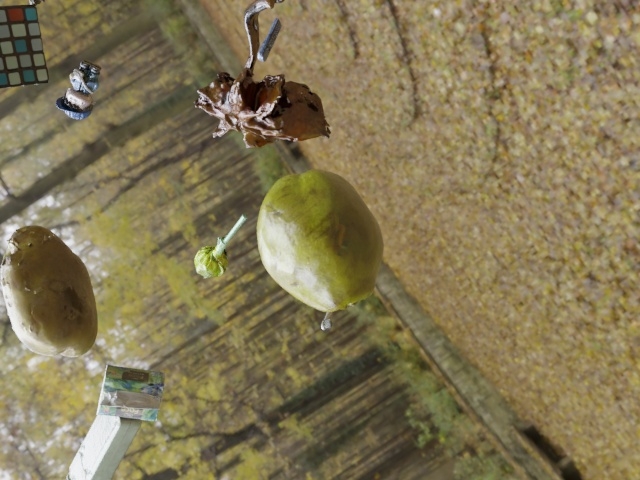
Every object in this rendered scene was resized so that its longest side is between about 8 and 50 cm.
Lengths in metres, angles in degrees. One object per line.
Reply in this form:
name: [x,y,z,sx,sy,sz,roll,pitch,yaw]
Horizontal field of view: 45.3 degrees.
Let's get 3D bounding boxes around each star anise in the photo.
star anise: [-0.094,-0.263,1.295,0.346,0.237,0.148,93,-173,-51]

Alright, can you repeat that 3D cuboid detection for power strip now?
power strip: [-0.441,0.426,1.529,0.053,0.288,0.093,11,-149,-38]

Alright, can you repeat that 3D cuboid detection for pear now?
pear: [0.000,0.000,1.652,0.269,0.269,0.321,65,-172,-73]

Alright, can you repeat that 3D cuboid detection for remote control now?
remote control: [-0.164,-0.642,2.463,0.027,0.153,0.043,16,161,25]

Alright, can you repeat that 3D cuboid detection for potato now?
potato: [-0.563,0.104,1.591,0.191,0.141,0.296,-11,-107,-57]

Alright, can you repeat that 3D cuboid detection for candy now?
candy: [-0.159,0.006,1.277,0.058,0.062,0.194,39,140,-4]

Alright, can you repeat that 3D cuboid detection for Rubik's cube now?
Rubik's cube: [-0.770,-0.444,1.777,0.182,0.187,0.184,9,112,39]

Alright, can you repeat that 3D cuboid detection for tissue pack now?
tissue pack: [-0.351,0.288,1.420,0.111,0.085,0.079,11,-164,-14]

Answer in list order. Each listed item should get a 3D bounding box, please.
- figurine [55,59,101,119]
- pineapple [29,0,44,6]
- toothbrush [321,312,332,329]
figurine: [-0.589,-0.369,1.881,0.086,0.149,0.087,21,-159,-17]
pineapple: [-0.663,-0.652,1.841,0.166,0.193,0.166,20,-172,-3]
toothbrush: [0.027,0.180,1.971,0.276,0.025,0.019,-64,-49,-77]
